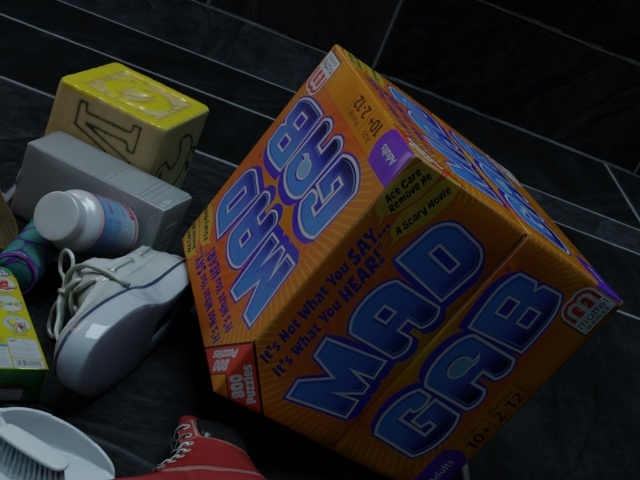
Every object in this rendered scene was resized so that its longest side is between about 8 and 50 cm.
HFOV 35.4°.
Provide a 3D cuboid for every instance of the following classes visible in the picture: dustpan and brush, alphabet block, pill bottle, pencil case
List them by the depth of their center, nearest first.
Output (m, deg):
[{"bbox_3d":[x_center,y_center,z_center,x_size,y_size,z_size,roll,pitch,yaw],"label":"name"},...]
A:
[{"bbox_3d":[-0.326,0.206,1.045,0.211,0.060,0.147,30,24,14],"label":"dustpan and brush"},{"bbox_3d":[-0.394,0.017,1.369,0.065,0.070,0.151,29,22,-7],"label":"pencil case"},{"bbox_3d":[-0.321,-0.022,1.371,0.087,0.087,0.160,31,2,17],"label":"pill bottle"},{"bbox_3d":[-0.326,-0.155,1.637,0.194,0.197,0.192,26,24,6],"label":"alphabet block"}]

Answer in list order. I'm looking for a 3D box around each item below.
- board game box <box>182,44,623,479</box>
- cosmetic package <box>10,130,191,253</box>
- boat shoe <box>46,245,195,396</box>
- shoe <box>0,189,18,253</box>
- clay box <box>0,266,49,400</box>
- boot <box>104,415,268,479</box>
[{"bbox_3d":[0.083,0.036,1.299,0.356,0.356,0.356,32,17,-28],"label":"board game box"},{"bbox_3d":[-0.335,-0.057,1.514,0.238,0.127,0.107,29,24,9],"label":"cosmetic package"},{"bbox_3d":[-0.277,0.073,1.280,0.157,0.135,0.367,26,21,6],"label":"boat shoe"},{"bbox_3d":[-0.489,-0.042,1.442,0.076,0.058,0.219,44,9,-43],"label":"shoe"},{"bbox_3d":[-0.415,0.103,1.193,0.128,0.053,0.222,7,27,-33],"label":"clay box"},{"bbox_3d":[-0.165,0.251,1.071,0.244,0.088,0.176,14,23,-39],"label":"boot"}]
